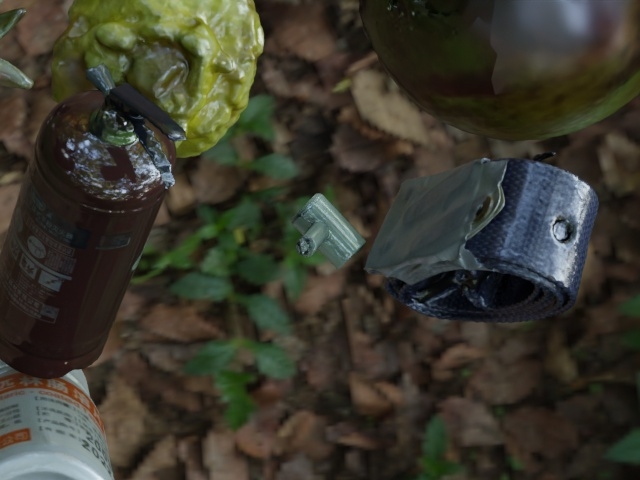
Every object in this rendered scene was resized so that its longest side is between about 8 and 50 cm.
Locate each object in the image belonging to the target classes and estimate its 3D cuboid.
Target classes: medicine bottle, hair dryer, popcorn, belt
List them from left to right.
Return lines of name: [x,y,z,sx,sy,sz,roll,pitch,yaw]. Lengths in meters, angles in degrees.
medicine bottle: [-0.256,0.193,1.679,0.144,0.252,0.144,-4,110,-10]
popcorn: [-0.148,-0.171,1.738,0.155,0.197,0.198,-15,90,-66]
hair dryer: [0.000,0.000,1.643,0.063,0.124,0.038,45,105,-1]
belt: [0.146,-0.007,1.650,0.139,0.230,0.126,26,72,-21]

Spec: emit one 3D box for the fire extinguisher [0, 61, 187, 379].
fire extinguisher: [-0.188,-0.016,1.567,0.114,0.337,0.135,-23,63,-35]

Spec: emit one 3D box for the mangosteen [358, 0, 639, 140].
mangosteen: [0.170,-0.238,0.861,0.381,0.381,0.421,4,75,-28]

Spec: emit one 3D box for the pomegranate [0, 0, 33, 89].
pomegranate: [-0.315,-0.131,1.348,0.224,0.181,0.181,-2,83,-43]
